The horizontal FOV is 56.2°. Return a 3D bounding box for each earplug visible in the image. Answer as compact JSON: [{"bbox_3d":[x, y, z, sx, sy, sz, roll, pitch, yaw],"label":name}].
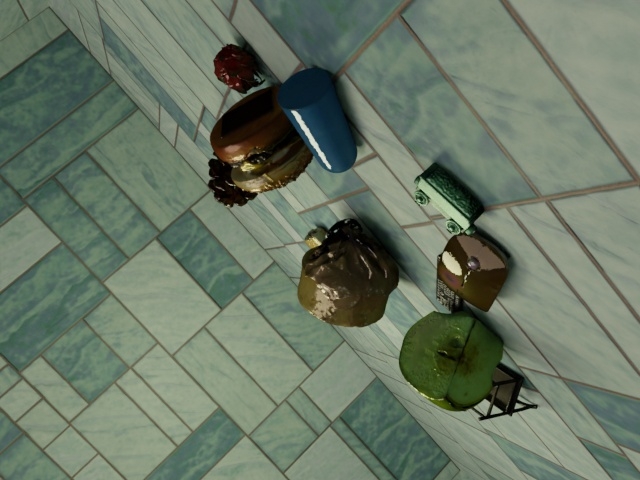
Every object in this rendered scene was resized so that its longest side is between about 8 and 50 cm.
[{"bbox_3d":[0.011,-0.268,1.449,0.132,0.132,0.273,36,167,39],"label":"earplug"}]

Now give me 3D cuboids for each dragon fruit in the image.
[{"bbox_3d":[-0.225,-0.470,1.640,0.121,0.130,0.142,-24,111,41],"label":"dragon fruit"}]

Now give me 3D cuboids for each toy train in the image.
[{"bbox_3d":[0.272,-0.085,1.275,0.172,0.070,0.099,44,156,11],"label":"toy train"}]

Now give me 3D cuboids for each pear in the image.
[{"bbox_3d":[0.365,0.352,1.766,0.176,0.286,0.281,37,159,-32],"label":"pear"}]

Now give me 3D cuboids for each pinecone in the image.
[{"bbox_3d":[-0.306,-0.250,2.208,0.244,0.244,0.309,43,127,16],"label":"pinecone"}]

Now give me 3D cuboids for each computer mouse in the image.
[{"bbox_3d":[0.362,0.083,1.439,0.158,0.072,0.310,37,161,19],"label":"computer mouse"}]

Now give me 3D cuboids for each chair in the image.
[{"bbox_3d":[0.551,0.458,1.865,0.260,0.141,0.154,1,-162,-35],"label":"chair"}]

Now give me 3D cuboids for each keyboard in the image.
[{"bbox_3d":[0.372,0.138,1.717,0.101,0.018,0.310,41,166,26],"label":"keyboard"}]

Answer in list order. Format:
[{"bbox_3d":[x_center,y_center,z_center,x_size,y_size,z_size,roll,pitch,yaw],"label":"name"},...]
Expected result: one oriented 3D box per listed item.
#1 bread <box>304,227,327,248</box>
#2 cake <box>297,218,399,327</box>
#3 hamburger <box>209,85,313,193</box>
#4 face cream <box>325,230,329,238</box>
[{"bbox_3d":[0.000,0.001,2.376,0.106,0.082,0.125,40,159,-17],"label":"bread"},{"bbox_3d":[0.096,0.078,1.963,0.332,0.332,0.321,37,126,36],"label":"cake"},{"bbox_3d":[-0.147,-0.268,1.648,0.291,0.291,0.225,29,158,54],"label":"hamburger"},{"bbox_3d":[0.097,0.062,2.192,0.252,0.101,0.101,52,166,-20],"label":"face cream"}]
